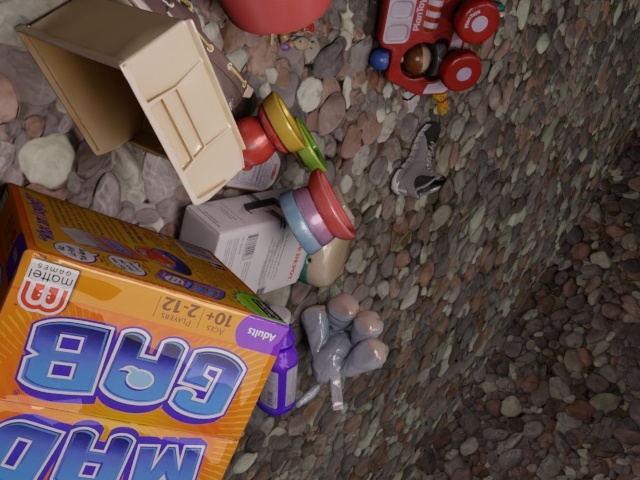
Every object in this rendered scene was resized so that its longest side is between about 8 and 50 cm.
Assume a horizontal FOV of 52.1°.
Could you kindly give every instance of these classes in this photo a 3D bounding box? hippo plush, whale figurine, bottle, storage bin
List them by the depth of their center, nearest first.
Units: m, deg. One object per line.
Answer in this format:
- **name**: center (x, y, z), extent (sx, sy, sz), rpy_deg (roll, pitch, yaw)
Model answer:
- **storage bin**: center (-0.266, -0.206, 0.961), extent (0.123, 0.262, 0.260), rpy_deg (-47, 142, -25)
- **whale figurine**: center (0.000, 0.000, 1.566), extent (0.272, 0.141, 0.216), rpy_deg (-45, 149, -64)
- **bottle**: center (-0.111, 0.292, 1.600), extent (0.092, 0.118, 0.282), rpy_deg (-22, 128, -39)
- **hippo plush**: center (0.087, 0.289, 1.737), extent (0.236, 0.234, 0.294), rpy_deg (17, 72, -66)

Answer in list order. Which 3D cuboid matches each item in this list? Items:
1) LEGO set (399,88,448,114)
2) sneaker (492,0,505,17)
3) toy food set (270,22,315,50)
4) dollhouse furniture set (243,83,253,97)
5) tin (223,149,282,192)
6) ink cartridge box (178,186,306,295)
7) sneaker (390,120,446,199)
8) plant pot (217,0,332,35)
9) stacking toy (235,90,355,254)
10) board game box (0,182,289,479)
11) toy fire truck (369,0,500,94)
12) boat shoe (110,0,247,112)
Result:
- **LEGO set**: center (0.312, -0.390, 1.711), extent (0.227, 0.087, 0.093), rpy_deg (-38, 138, -28)
- **sneaker**: center (0.389, -0.619, 1.650), extent (0.275, 0.107, 0.110), rpy_deg (-6, 108, -49)
- **toy food set**: center (-0.047, -0.416, 1.303), extent (0.122, 0.019, 0.078), rpy_deg (-19, 126, -44)
- **dollhouse furniture set**: center (-0.194, -0.250, 1.189), extent (0.081, 0.091, 0.114), rpy_deg (22, 98, -39)
- **tin**: center (-0.152, -0.152, 1.332), extent (0.190, 0.040, 0.106), rpy_deg (4, 113, -52)
- **ink cartridge box**: center (-0.153, 0.015, 1.346), extent (0.273, 0.114, 0.197), rpy_deg (-15, 134, -45)
- **sneaker**: center (0.299, -0.206, 1.773), extent (0.228, 0.132, 0.086), rpy_deg (-60, 144, -3)
- **plant pot**: center (-0.088, -0.479, 1.025), extent (0.275, 0.275, 0.243), rpy_deg (-48, 152, -20)
- **stacking toy**: center (-0.055, -0.116, 1.296), extent (0.130, 0.309, 0.279), rpy_deg (-28, 178, 9)
- **board game box**: center (-0.330, 0.172, 0.955), extent (0.356, 0.356, 0.356), rpy_deg (22, 95, -32)
- **toy fire truck**: center (0.242, -0.473, 1.497), extent (0.254, 0.169, 0.302), rpy_deg (-4, 136, -15)
- **boat shoe**: center (-0.233, -0.323, 1.040), extent (0.096, 0.117, 0.324), rpy_deg (-57, 133, -18)
